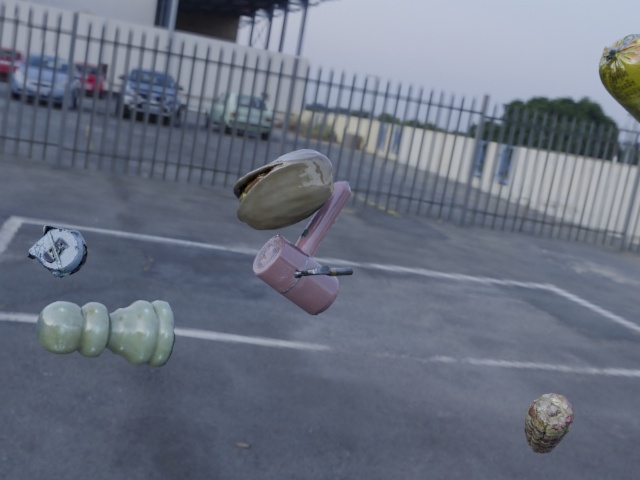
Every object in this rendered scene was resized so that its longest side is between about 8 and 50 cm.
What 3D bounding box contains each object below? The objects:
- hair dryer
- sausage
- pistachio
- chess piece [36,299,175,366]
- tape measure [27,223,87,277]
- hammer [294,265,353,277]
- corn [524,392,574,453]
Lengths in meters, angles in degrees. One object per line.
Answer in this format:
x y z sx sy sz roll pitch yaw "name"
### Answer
0.000 0.000 2.056 0.210 0.353 0.125 38 -14 -23 "hair dryer"
0.631 -0.262 1.439 0.347 0.123 0.123 29 -2 -31 "sausage"
-0.094 -0.127 1.972 0.288 0.166 0.197 -25 -29 21 "pistachio"
-0.410 0.171 1.483 0.243 0.133 0.133 8 9 -34 "chess piece"
-0.473 0.017 1.429 0.094 0.091 0.054 28 -6 15 "tape measure"
0.023 0.072 1.803 0.078 0.021 0.201 -9 -6 30 "hammer"
0.406 0.334 1.406 0.079 0.080 0.237 13 -23 18 "corn"
